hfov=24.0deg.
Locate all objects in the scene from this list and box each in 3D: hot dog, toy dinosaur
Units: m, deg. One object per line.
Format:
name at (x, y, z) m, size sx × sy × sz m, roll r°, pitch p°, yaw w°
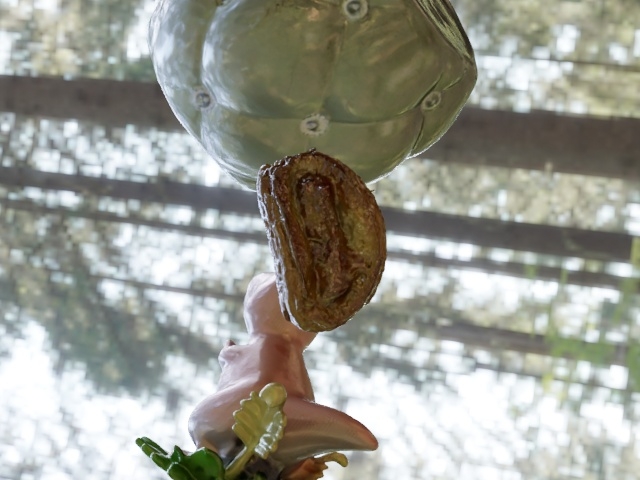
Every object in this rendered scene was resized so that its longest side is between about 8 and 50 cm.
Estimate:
hot dog at (0.000, 0.000, 0.687) m, size 0.058 × 0.035 × 0.083 m, roll -16°, pitch -84°, yaw -30°
toy dinosaur at (-0.022, 0.121, 1.095) m, size 0.152 × 0.194 × 0.177 m, roll 38°, pitch -94°, yaw -27°

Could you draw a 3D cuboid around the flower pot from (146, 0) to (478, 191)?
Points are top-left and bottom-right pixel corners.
flower pot at (-0.010, -0.148, 1.128) m, size 0.246 × 0.195 × 0.246 m, roll 49°, pitch -161°, yaw -24°
